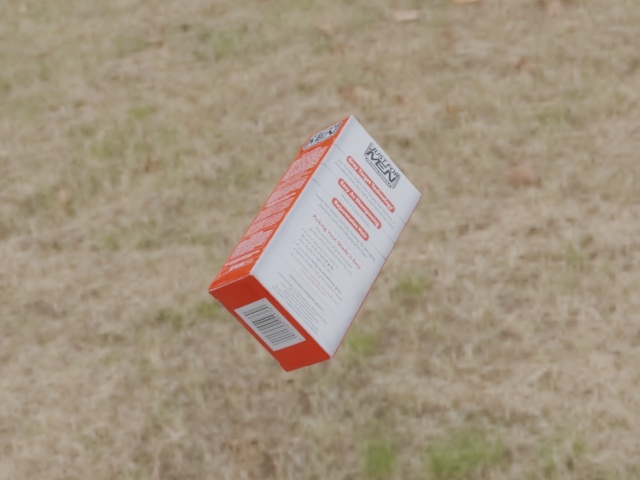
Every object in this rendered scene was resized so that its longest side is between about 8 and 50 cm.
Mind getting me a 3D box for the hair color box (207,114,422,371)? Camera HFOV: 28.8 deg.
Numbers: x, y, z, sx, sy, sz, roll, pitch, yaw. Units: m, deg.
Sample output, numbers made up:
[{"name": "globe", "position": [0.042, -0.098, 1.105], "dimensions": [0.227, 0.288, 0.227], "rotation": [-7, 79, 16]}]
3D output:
[{"name": "hair color box", "position": [0.000, 0.000, 0.728], "dimensions": [0.043, 0.072, 0.141], "rotation": [-22, 27, 46]}]
